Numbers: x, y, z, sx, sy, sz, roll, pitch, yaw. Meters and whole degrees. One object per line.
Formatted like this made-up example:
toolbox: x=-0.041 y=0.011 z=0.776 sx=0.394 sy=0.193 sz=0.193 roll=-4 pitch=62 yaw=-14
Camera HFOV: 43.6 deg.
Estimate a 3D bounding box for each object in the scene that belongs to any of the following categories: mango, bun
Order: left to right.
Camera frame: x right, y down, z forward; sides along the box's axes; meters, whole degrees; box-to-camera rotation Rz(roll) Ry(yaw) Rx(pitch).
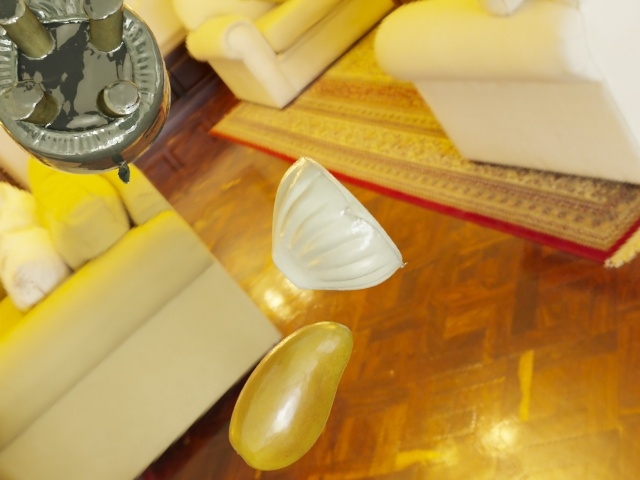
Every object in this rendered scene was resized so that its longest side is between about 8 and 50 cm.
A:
mango: x=-0.029 y=0.168 z=0.878 sx=0.184 sy=0.102 sz=0.085 roll=-55 pitch=30 yaw=-1
bun: x=0.000 y=0.000 z=1.382 sx=0.175 sy=0.263 sz=0.263 roll=-41 pitch=25 yaw=-3

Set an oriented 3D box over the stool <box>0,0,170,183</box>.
stool: x=-0.230 y=-0.156 z=0.690 sx=0.153 sy=0.228 sz=0.139 roll=-51 pitch=3 yaw=-10
